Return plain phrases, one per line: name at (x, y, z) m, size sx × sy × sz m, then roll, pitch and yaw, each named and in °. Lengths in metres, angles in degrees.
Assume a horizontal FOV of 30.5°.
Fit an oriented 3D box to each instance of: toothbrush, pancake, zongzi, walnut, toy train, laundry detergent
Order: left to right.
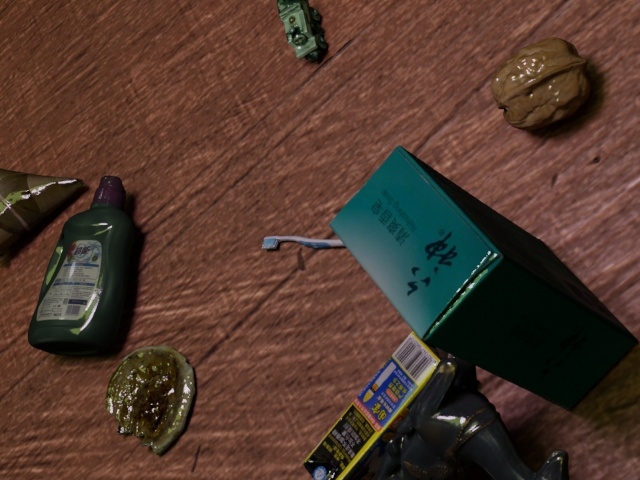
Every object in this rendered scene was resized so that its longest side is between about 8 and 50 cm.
zongzi at (-0.410, -0.077, 1.594) m, size 0.176 × 0.078 × 0.160 m, roll -36°, pitch 50°, yaw 8°
laundry detergent at (-0.287, 0.027, 1.439) m, size 0.144 × 0.078 × 0.221 m, roll -9°, pitch 65°, yaw 41°
pancake at (-0.191, 0.174, 1.333) m, size 0.129 × 0.022 × 0.116 m, roll 18°, pitch 82°, yaw 38°
toy train at (-0.022, -0.248, 1.369) m, size 0.033 × 0.053 × 0.083 m, roll -28°, pitch 53°, yaw 25°
toothbrush at (0.000, 0.000, 1.264) m, size 0.162 × 0.014 × 0.017 m, roll -3°, pitch 54°, yaw 38°
walnut at (0.212, -0.148, 1.121) m, size 0.096 × 0.082 × 0.079 m, roll -28°, pitch 83°, yaw 25°

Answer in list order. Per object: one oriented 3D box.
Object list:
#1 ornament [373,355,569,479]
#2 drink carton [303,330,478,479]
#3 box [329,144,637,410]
ornament at (0.154, 0.233, 0.976) m, size 0.236 × 0.080 × 0.202 m, roll 44°, pitch 136°, yaw 26°
drink carton at (0.064, 0.168, 1.095) m, size 0.165 × 0.071 × 0.056 m, roll -50°, pitch 44°, yaw 8°
box at (0.139, 0.036, 0.978) m, size 0.092 × 0.245 × 0.153 m, roll -49°, pitch 47°, yaw 13°
